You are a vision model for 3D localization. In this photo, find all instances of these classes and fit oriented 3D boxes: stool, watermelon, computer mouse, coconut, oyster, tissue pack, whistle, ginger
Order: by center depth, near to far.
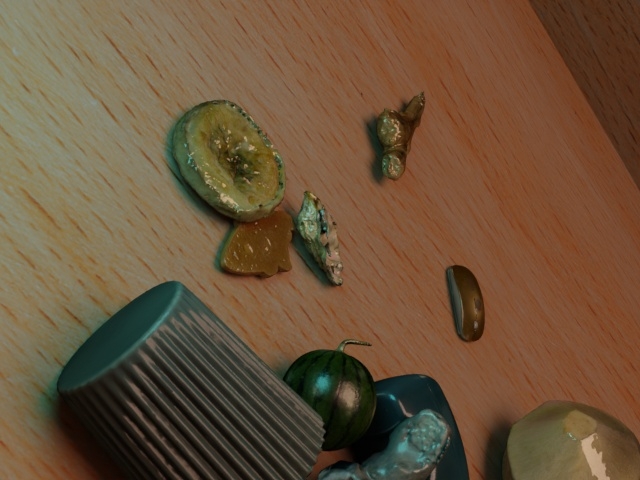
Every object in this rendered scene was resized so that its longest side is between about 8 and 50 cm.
[{"bbox_3d":[-0.206,0.261,1.493,0.330,0.297,0.297,51,41,-17],"label":"stool"},{"bbox_3d":[0.114,0.461,1.806,0.189,0.348,0.189,45,-2,2],"label":"whistle"},{"bbox_3d":[0.016,0.286,1.818,0.188,0.188,0.214,17,84,-46],"label":"watermelon"},{"bbox_3d":[0.182,0.416,1.959,0.206,0.198,0.287,-13,81,-51],"label":"tissue pack"},{"bbox_3d":[0.001,0.009,2.033,0.209,0.072,0.132,67,20,-47],"label":"oyster"},{"bbox_3d":[0.599,0.549,2.316,0.353,0.353,0.352,25,55,-42],"label":"coconut"},{"bbox_3d":[0.199,-0.273,2.400,0.147,0.081,0.333,57,33,-15],"label":"ginger"},{"bbox_3d":[0.371,0.155,2.440,0.102,0.045,0.198,11,64,-45],"label":"computer mouse"}]

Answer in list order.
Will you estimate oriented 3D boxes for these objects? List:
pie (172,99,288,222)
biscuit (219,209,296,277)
[{"bbox_3d":[-0.174,-0.160,1.891,0.274,0.055,0.274,28,46,-33],"label":"pie"},{"bbox_3d":[-0.124,0.005,1.910,0.162,0.035,0.250,60,35,-3],"label":"biscuit"}]
